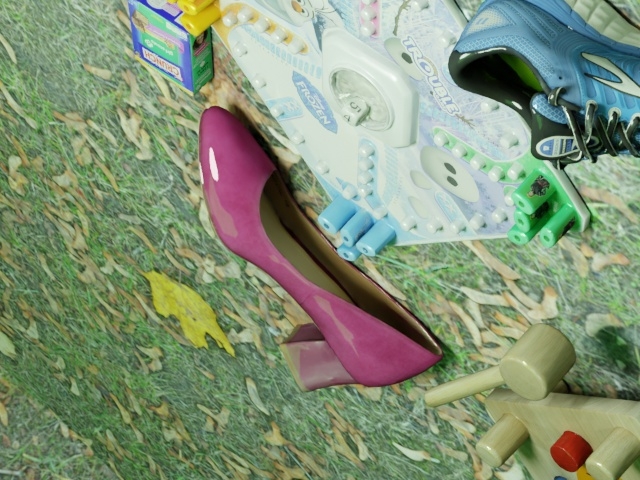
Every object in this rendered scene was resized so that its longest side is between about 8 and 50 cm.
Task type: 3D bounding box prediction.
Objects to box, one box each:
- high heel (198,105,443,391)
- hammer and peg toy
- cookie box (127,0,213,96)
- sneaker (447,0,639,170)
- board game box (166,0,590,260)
[{"bbox_3d":[0.000,0.000,2.221,0.181,0.127,0.377,-13,117,27],"label":"high heel"},{"bbox_3d":[0.281,0.218,2.051,0.361,0.127,0.266,55,154,-18],"label":"hammer and peg toy"},{"bbox_3d":[-0.164,-0.224,2.165,0.092,0.040,0.107,33,152,22],"label":"cookie box"},{"bbox_3d":[0.247,-0.101,1.628,0.330,0.147,0.129,29,149,29],"label":"sneaker"},{"bbox_3d":[0.040,-0.143,1.976,0.390,0.050,0.390,55,152,-18],"label":"board game box"}]
